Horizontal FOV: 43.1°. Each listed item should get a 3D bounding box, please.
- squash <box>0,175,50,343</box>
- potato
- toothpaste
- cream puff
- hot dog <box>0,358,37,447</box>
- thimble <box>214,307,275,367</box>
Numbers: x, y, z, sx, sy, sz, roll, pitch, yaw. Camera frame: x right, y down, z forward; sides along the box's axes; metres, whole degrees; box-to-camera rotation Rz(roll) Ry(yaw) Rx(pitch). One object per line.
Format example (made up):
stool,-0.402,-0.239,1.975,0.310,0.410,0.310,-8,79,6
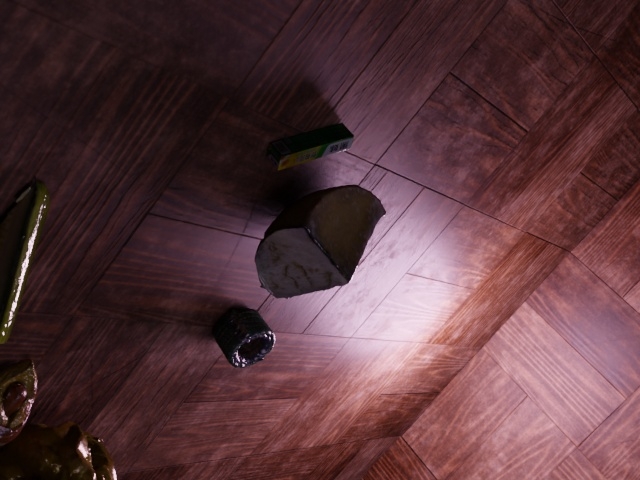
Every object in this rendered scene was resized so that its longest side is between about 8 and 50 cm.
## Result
squash,-0.501,0.023,1.256,0.093,0.169,0.252,28,74,-62
potato,-0.018,-0.033,1.692,0.189,0.211,0.264,55,44,-26
toothpaste,-0.017,-0.179,1.539,0.178,0.043,0.037,-20,145,-33
cream puff,-0.533,0.484,1.589,0.324,0.291,0.257,49,63,-43
hot dog,-0.596,0.328,1.471,0.261,0.093,0.123,-51,149,15
thimble,-0.173,0.220,1.834,0.118,0.090,0.135,-48,150,9
